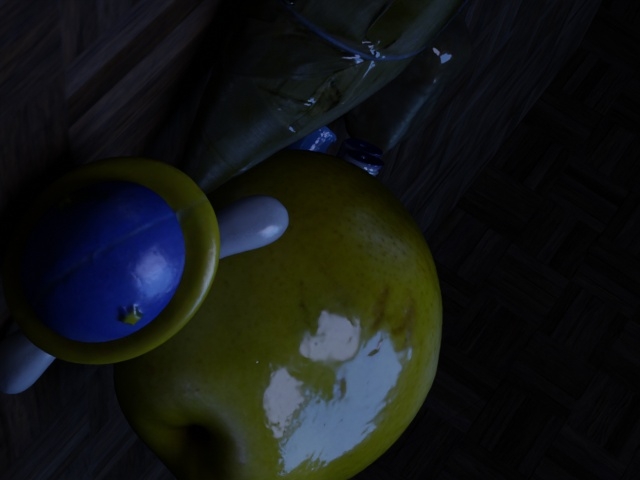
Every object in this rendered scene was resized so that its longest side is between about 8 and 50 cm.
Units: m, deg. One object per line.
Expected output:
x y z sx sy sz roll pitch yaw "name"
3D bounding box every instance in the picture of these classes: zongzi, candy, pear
0.022 -0.220 1.209 0.393 0.174 0.356 -51 179 25 "zongzi"
0.116 -0.221 1.673 0.104 0.102 0.234 -34 166 -43 "candy"
-0.043 0.089 1.313 0.418 0.362 0.362 -51 169 -41 "pear"

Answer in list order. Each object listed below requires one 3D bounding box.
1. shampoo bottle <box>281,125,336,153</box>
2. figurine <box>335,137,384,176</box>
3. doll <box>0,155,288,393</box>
-0.070 -0.044 1.552 0.258 0.061 0.104 -56 175 -3 "shampoo bottle"
0.002 0.002 1.589 0.274 0.133 0.194 119 -19 -45 "figurine"
-0.204 0.030 1.052 0.311 0.160 0.242 -34 -173 13 "doll"
